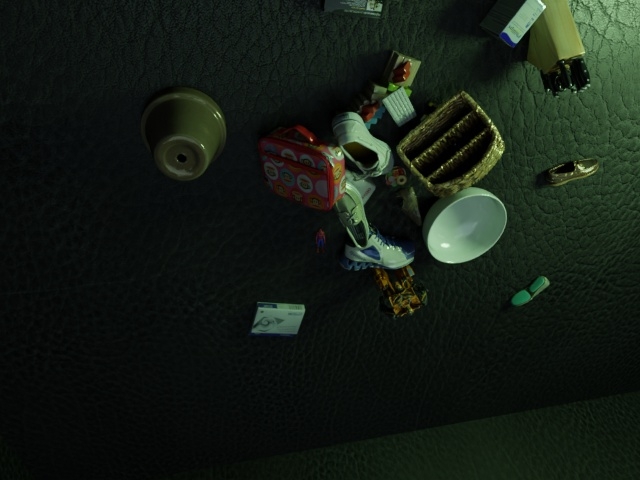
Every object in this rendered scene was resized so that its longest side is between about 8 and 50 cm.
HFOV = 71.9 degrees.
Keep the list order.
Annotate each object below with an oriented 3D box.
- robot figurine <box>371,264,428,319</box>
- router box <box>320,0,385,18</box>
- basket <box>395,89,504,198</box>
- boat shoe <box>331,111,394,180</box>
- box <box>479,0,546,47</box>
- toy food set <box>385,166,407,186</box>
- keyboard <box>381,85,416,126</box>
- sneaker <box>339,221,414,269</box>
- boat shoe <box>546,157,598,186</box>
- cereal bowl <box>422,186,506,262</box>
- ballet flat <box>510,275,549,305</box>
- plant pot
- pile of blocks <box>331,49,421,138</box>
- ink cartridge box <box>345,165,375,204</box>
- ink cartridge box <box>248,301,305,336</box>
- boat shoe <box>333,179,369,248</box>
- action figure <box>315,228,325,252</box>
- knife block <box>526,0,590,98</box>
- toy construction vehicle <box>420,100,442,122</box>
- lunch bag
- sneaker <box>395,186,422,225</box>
[{"bbox_3d":[0.323,0.197,1.855,0.211,0.290,0.085,-28,128,7],"label":"robot figurine"},{"bbox_3d":[0.098,-0.711,1.248,0.179,0.046,0.133,0,128,-13],"label":"router box"},{"bbox_3d":[0.451,-0.307,1.509,0.299,0.213,0.223,-39,146,17],"label":"basket"},{"bbox_3d":[0.158,-0.269,1.469,0.136,0.156,0.367,-17,156,22],"label":"boat shoe"},{"bbox_3d":[0.579,-0.680,1.339,0.072,0.126,0.137,22,120,-29],"label":"box"},{"bbox_3d":[0.285,-0.243,1.677,0.083,0.020,0.083,-17,130,0],"label":"toy food set"},{"bbox_3d":[0.259,-0.429,1.433,0.072,0.014,0.256,-36,164,15],"label":"keyboard"},{"bbox_3d":[0.236,0.017,1.800,0.316,0.127,0.182,-6,131,-7],"label":"sneaker"},{"bbox_3d":[1.022,-0.287,1.787,0.207,0.073,0.073,-23,131,4],"label":"boat shoe"},{"bbox_3d":[0.567,-0.078,1.797,0.340,0.141,0.338,-7,129,-8],"label":"cereal bowl"},{"bbox_3d":[1.065,0.267,2.233,0.068,0.072,0.213,26,117,-34],"label":"ballet flat"},{"bbox_3d":[-0.413,-0.300,1.330,0.264,0.229,0.262,-7,127,-9],"label":"plant pot"},{"bbox_3d":[0.190,-0.444,1.437,0.149,0.112,0.362,34,114,-32],"label":"pile of blocks"},{"bbox_3d":[0.083,-0.196,1.624,0.191,0.082,0.139,18,122,-27],"label":"ink cartridge box"},{"bbox_3d":[-0.204,0.380,2.029,0.224,0.045,0.223,6,126,-18],"label":"ink cartridge box"},{"bbox_3d":[0.118,-0.094,1.601,0.109,0.094,0.302,-24,132,10],"label":"boat shoe"},{"bbox_3d":[0.000,0.000,1.794,0.038,0.030,0.115,-4,126,-4],"label":"action figure"},{"bbox_3d":[0.752,-0.596,1.371,0.088,0.242,0.275,-15,129,-3],"label":"knife block"},{"bbox_3d":[0.403,-0.437,1.550,0.098,0.035,0.085,14,132,-23],"label":"toy construction vehicle"},{"bbox_3d":[-0.059,-0.248,1.434,0.120,0.293,0.258,-45,145,-37],"label":"lunch bag"},{"bbox_3d":[0.356,-0.133,1.764,0.071,0.066,0.188,-13,126,18],"label":"sneaker"}]
